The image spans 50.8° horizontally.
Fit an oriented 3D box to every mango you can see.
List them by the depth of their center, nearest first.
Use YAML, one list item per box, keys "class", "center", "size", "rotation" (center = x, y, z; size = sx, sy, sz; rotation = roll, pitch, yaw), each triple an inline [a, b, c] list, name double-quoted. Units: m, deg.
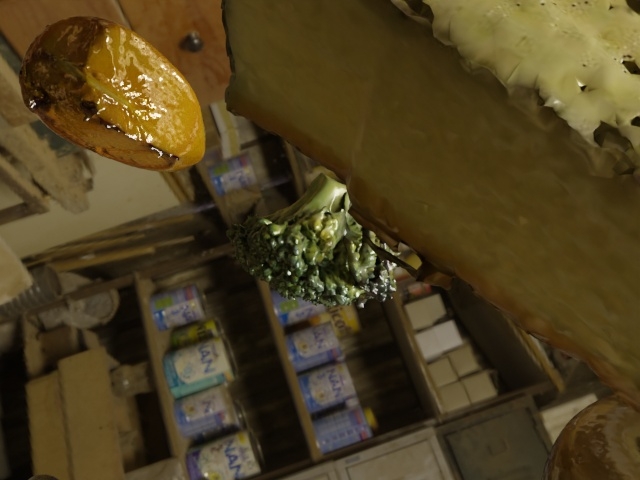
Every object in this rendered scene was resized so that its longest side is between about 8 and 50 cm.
- class: "mango"
  center: [-0.209, -0.147, 0.738]
  size: [0.252, 0.154, 0.126]
  rotation: [33, 75, -66]

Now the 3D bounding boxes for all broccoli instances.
- class: "broccoli"
  center: [-0.009, 0.023, 1.329]
  size: [0.272, 0.334, 0.324]
  rotation: [-61, -159, 22]

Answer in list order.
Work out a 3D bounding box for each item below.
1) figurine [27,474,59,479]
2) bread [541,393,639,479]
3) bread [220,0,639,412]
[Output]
- class: "figurine"
  center: [-0.161, 0.281, 0.556]
  size: [0.222, 0.145, 0.145]
  rotation: [33, 22, -34]
- class: "bread"
  center: [0.424, 0.436, 0.903]
  size: [0.348, 0.253, 0.375]
  rotation: [-95, 177, -67]
- class: "bread"
  center: [0.072, -0.057, 0.435]
  size: [0.248, 0.279, 0.315]
  rotation: [97, -13, -58]
